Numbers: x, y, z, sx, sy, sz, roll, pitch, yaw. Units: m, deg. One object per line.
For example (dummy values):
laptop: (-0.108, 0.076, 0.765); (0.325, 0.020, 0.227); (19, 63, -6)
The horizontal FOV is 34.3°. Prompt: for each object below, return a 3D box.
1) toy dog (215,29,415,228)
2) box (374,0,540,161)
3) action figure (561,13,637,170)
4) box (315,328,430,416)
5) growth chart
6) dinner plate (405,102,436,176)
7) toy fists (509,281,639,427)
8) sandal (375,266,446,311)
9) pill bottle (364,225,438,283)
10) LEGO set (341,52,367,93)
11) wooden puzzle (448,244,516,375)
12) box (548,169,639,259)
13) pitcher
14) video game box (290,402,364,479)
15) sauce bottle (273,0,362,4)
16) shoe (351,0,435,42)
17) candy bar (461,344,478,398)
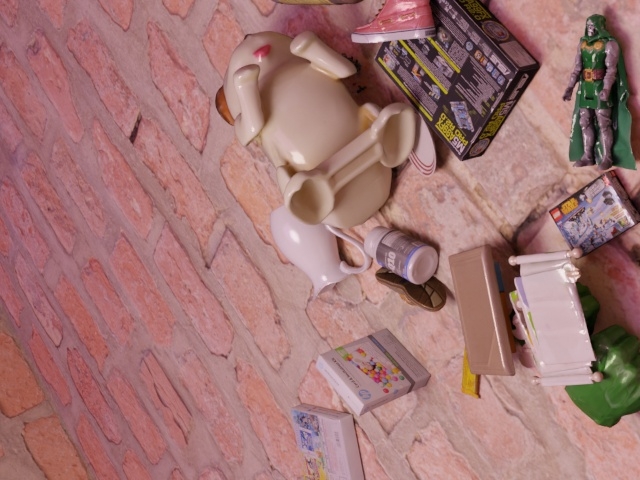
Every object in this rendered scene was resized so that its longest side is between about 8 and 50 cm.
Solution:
toy dog: (-0.026, -0.242, 1.990); (0.408, 0.284, 0.395); (50, -178, 26)
box: (0.226, -0.306, 1.779); (0.270, 0.060, 0.216); (53, 140, 24)
action figure: (0.418, -0.225, 1.571); (0.137, 0.063, 0.232); (13, 111, 52)
box: (0.105, 0.259, 2.060); (0.145, 0.186, 0.038); (47, 136, 31)
growth chart: (0.367, 0.126, 1.650); (0.172, 0.021, 0.237); (-1, 106, 54)
dinner plate: (0.181, -0.185, 1.893); (0.141, 0.017, 0.141); (58, 161, 33)
toy fists: (0.429, 0.164, 1.687); (0.279, 0.096, 0.142); (51, 144, 27)
sandal: (0.177, 0.097, 2.004); (0.180, 0.072, 0.049); (26, 139, 46)
pill bottle: (0.152, 0.025, 1.992); (0.137, 0.078, 0.078); (29, 126, 43)
LEGO set: (0.068, -0.328, 2.007); (0.054, 0.023, 0.083); (10, 125, 52)
wooden puzzle: (0.286, 0.124, 1.806); (0.238, 0.044, 0.221); (141, 119, -81)
box: (0.436, -0.040, 1.647); (0.137, 0.027, 0.094); (-41, 73, 51)
pitcher: (0.000, 0.000, 2.160); (0.177, 0.125, 0.207); (-30, 91, 32)
video game box: (0.018, 0.488, 2.381); (0.187, 0.048, 0.205); (1, 105, 50)
sauce bottle: (0.027, -0.492, 1.916); (0.344, 0.111, 0.111); (13, 114, 48)
shoe: (0.122, -0.385, 1.781); (0.178, 0.063, 0.081); (6, 107, 46)
candy bar: (0.287, 0.226, 1.955); (0.040, 0.018, 0.162); (23, 121, 41)
